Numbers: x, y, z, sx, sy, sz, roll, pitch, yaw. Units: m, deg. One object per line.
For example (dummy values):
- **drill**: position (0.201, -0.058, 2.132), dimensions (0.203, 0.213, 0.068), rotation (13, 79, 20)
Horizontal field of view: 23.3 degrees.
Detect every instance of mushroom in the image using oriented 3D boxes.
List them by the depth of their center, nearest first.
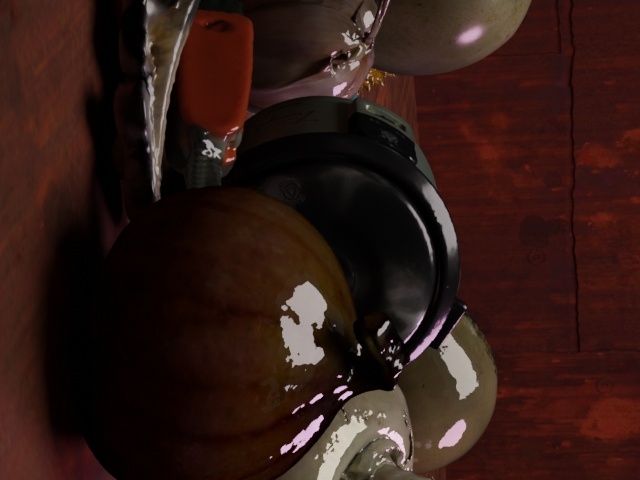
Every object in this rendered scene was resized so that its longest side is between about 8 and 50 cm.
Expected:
- **mushroom**: position (0.012, 0.230, 1.454), dimensions (0.246, 0.202, 0.246), rotation (-36, 133, -51)

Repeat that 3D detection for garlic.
- **garlic**: position (-0.033, -0.202, 1.474), dimensions (0.257, 0.207, 0.207), rotation (175, -87, -69)

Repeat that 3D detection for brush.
- **brush**: position (-0.091, -0.120, 1.290), dimensions (0.323, 0.070, 0.051), rotation (-95, -162, -48)

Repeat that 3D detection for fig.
- **fig**: position (-0.066, 0.080, 1.097), dimensions (0.235, 0.214, 0.235), rotation (-60, -167, 23)

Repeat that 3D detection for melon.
- **melon**: position (0.102, -0.343, 1.915), dimensions (0.268, 0.330, 0.268), rotation (-26, 123, -49)

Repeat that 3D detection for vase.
- **vase**: position (0.075, 0.114, 1.994), dimensions (0.329, 0.241, 0.302), rotation (48, -21, 51)

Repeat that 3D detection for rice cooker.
- **rice cooker**: position (0.000, 0.000, 1.381), dimensions (0.241, 0.280, 0.227), rotation (-55, -169, 18)

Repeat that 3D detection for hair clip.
- **hair clip**: position (-0.129, -0.126, 1.189), dimensions (0.146, 0.075, 0.257), rotation (134, -37, -81)

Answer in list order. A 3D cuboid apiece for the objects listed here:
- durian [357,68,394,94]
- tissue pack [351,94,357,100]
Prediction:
- **durian**: position (0.056, -0.287, 2.171), dimensions (0.249, 0.138, 0.183), rotation (-90, 164, -51)
- **tissue pack**: position (0.001, -0.137, 1.908), dimensions (0.263, 0.089, 0.177), rotation (68, 23, -62)
